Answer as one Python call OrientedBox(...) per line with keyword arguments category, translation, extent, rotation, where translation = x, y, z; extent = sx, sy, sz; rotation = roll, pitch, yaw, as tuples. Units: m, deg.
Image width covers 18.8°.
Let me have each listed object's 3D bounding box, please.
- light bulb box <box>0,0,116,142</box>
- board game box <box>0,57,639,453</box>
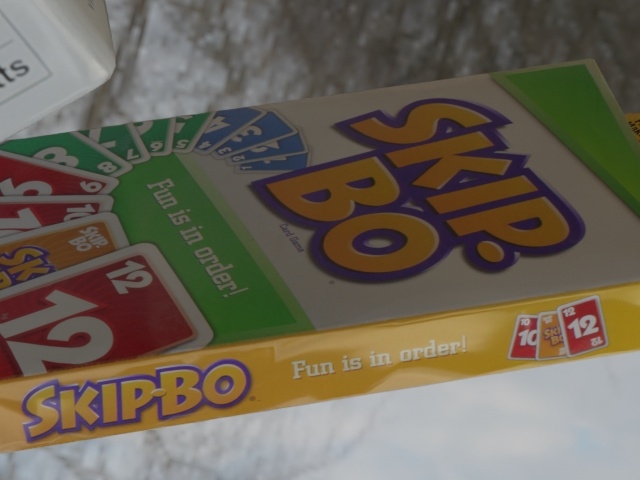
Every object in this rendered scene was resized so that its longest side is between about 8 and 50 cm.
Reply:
OrientedBox(category="light bulb box", translation=(-0.304, -0.137, 0.509), extent=(0.361, 0.358, 0.225), rotation=(53, -168, -40))
OrientedBox(category="board game box", translation=(0.000, 0.000, 0.607), extent=(0.259, 0.039, 0.124), rotation=(-7, -143, -8))
